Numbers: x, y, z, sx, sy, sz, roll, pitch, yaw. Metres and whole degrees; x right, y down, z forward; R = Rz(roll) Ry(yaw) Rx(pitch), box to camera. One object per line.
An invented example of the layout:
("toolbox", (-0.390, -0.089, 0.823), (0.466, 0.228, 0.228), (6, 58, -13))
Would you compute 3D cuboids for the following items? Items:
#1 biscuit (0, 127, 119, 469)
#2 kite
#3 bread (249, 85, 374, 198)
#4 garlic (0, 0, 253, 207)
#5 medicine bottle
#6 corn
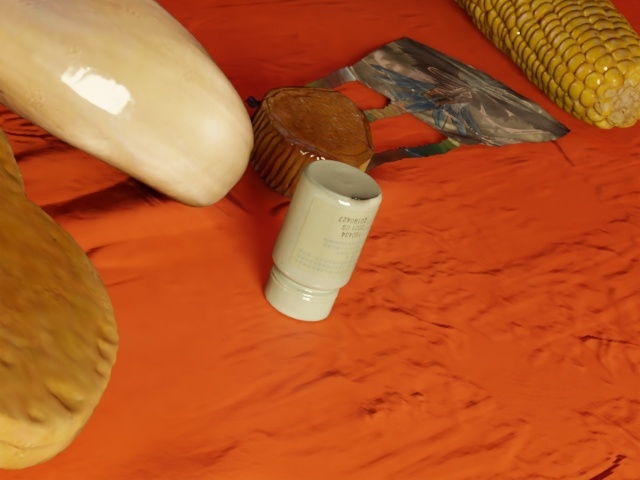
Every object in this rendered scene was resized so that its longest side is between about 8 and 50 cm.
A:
("biscuit", (-0.245, -0.041, 0.653), (0.376, 0.051, 0.269), (43, 21, -9))
("kite", (0.075, -0.098, 1.134), (0.169, 0.015, 0.310), (32, 29, 17))
("bread", (-0.009, -0.058, 0.966), (0.085, 0.053, 0.085), (17, 40, -15))
("garlic", (-0.130, -0.109, 0.836), (0.217, 0.110, 0.228), (38, 3, 21))
("medicine bottle", (0.000, 0.000, 0.833), (0.047, 0.083, 0.047), (16, 29, -9))
("corn", (0.193, -0.198, 1.308), (0.106, 0.106, 0.305), (5, 37, -29))
